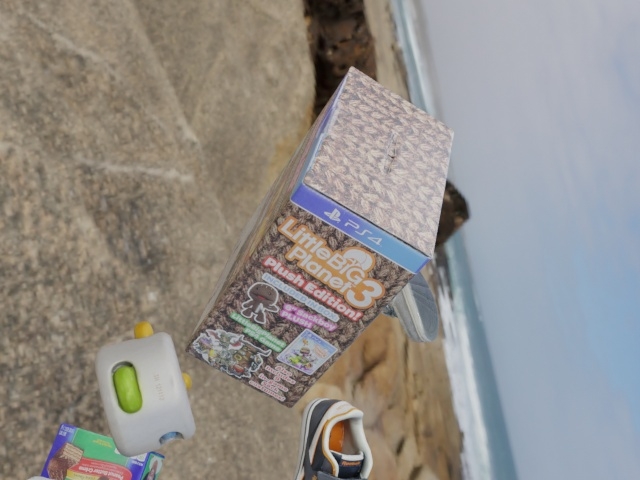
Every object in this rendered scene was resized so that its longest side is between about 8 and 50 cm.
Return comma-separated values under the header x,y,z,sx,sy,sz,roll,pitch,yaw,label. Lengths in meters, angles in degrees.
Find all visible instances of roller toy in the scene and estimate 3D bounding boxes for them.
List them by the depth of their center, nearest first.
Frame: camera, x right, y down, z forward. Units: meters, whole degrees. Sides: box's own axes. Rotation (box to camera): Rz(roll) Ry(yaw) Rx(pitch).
x,y,z,sx,sy,sz,roll,pitch,yaw,label
-0.292,0.258,1.390,0.209,0.146,0.191,-128,-154,-62,roller toy

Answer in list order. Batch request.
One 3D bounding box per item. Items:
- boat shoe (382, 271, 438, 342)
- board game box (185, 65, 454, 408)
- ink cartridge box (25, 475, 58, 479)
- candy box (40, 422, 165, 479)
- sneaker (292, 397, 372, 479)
x,y,z,sx,sy,sz,roll,pitch,yaw,label
0.149,0.084,1.685,0.118,0.103,0.320,28,32,-51,boat shoe
0.000,0.000,0.904,0.141,0.291,0.232,30,40,-9,board game box
-0.479,0.680,1.561,0.160,0.279,0.385,-71,170,-71,ink cartridge box
-0.575,0.650,2.032,0.122,0.268,0.317,60,44,-65,candy box
0.020,0.473,1.587,0.126,0.127,0.321,10,79,-39,sneaker
